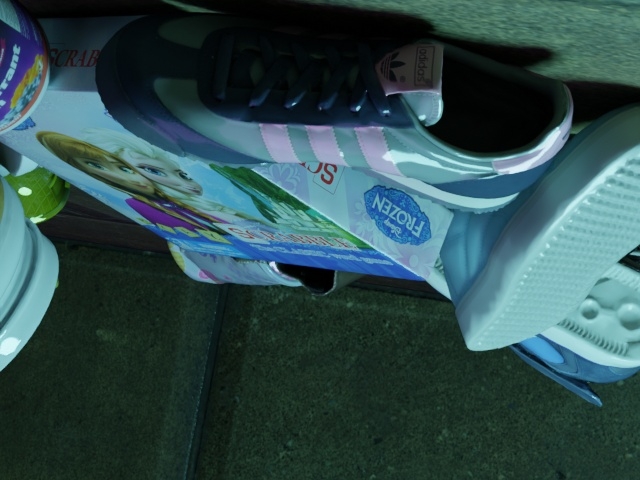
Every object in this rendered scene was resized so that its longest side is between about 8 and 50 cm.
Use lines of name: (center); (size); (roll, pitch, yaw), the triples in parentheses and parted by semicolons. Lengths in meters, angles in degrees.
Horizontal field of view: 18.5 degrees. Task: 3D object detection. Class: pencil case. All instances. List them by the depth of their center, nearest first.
pencil case: (-0.097, -0.001, 2.586); (0.124, 0.113, 0.273); (35, 164, -28)

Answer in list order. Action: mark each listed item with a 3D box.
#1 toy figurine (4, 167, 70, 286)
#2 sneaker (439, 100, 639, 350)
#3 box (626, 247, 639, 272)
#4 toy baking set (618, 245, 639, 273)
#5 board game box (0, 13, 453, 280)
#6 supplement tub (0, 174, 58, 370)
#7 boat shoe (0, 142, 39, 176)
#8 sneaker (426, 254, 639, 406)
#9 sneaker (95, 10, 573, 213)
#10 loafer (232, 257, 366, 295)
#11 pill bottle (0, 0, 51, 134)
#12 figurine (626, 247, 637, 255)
toy figurine: (-0.430, -0.075, 1.951); (0.362, 0.191, 0.217); (0, 143, -8)
sneaker: (0.166, -0.039, 1.529); (0.135, 0.150, 0.366); (-14, 161, -25)
box: (0.419, 0.020, 2.014); (0.216, 0.060, 0.270); (14, 175, 0)
toy baking set: (0.265, 0.004, 1.898); (0.256, 0.030, 0.197); (30, 175, 12)
board game box: (-0.112, -0.072, 1.541); (0.318, 0.066, 0.318); (32, 163, -37)
supplement tub: (-0.416, -0.015, 1.797); (0.228, 0.228, 0.316); (4, 149, 49)
boat shoe: (-0.271, -0.113, 1.845); (0.084, 0.095, 0.258); (-19, -173, -14)
sneaker: (0.173, 0.035, 1.894); (0.323, 0.130, 0.236); (30, 168, -4)
sneaker: (0.017, -0.105, 1.298); (0.319, 0.112, 0.131); (8, 159, -18)
loafer: (0.000, 0.000, 2.274); (0.134, 0.130, 0.366); (6, 174, 41)
pill bottle: (-0.258, -0.135, 1.317); (0.108, 0.108, 0.193); (9, 175, 11)
figurine: (0.317, -0.026, 1.643); (0.215, 0.092, 0.209); (9, 171, -8)
